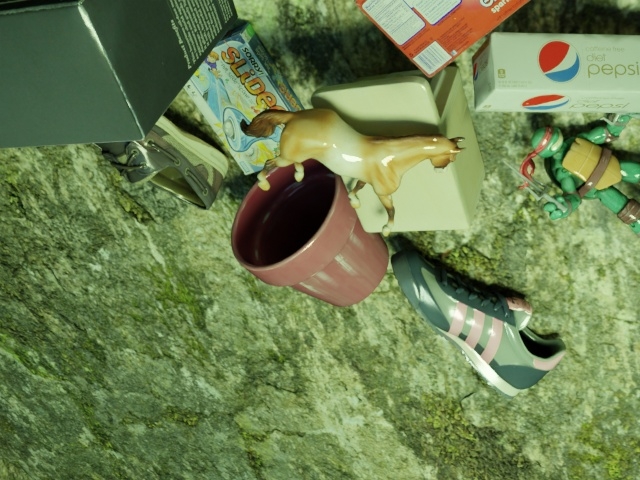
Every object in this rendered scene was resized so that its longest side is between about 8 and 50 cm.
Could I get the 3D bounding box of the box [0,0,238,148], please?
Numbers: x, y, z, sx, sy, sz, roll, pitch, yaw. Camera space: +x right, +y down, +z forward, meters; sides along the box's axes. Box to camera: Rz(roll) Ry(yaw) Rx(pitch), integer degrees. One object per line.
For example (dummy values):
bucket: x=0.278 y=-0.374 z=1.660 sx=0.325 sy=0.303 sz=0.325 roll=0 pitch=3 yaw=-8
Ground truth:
box: x=-0.306 y=-0.264 z=1.032 sx=0.296 sy=0.294 sz=0.183 roll=0 pitch=130 yaw=24

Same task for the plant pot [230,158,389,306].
plant pot: x=0.000 y=0.000 z=1.233 sx=0.201 sy=0.201 sz=0.180 roll=-18 pitch=137 yaw=35

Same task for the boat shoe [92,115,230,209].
boat shoe: x=-0.249 y=-0.123 z=1.203 sx=0.102 sy=0.092 sz=0.285 roll=-9 pitch=156 yaw=40

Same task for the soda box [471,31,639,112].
soda box: x=0.283 y=-0.186 z=0.941 sx=0.216 sy=0.069 sz=0.074 roll=-1 pitch=170 yaw=-7

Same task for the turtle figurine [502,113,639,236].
turtle figurine: x=0.346 y=-0.093 z=1.047 sx=0.234 sy=0.118 sz=0.175 roll=27 pitch=95 yaw=-5

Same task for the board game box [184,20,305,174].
board game box: x=-0.103 y=-0.195 z=1.193 sx=0.136 sy=0.035 sz=0.201 roll=-16 pitch=123 yaw=34

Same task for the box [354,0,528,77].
box: x=0.174 y=-0.314 z=0.901 sx=0.128 sy=0.123 sz=0.257 roll=41 pitch=133 yaw=-16

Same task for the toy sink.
toy sink: x=0.108 y=-0.138 z=1.087 sx=0.152 sy=0.131 sz=0.234 roll=-2 pitch=133 yaw=28

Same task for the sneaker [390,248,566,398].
sneaker: x=0.245 y=0.104 z=1.291 sx=0.131 sy=0.112 sz=0.319 roll=-38 pitch=113 yaw=24

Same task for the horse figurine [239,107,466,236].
horse figurine: x=0.021 y=-0.100 z=1.020 sx=0.263 sy=0.066 sz=0.174 roll=23 pitch=146 yaw=-1
